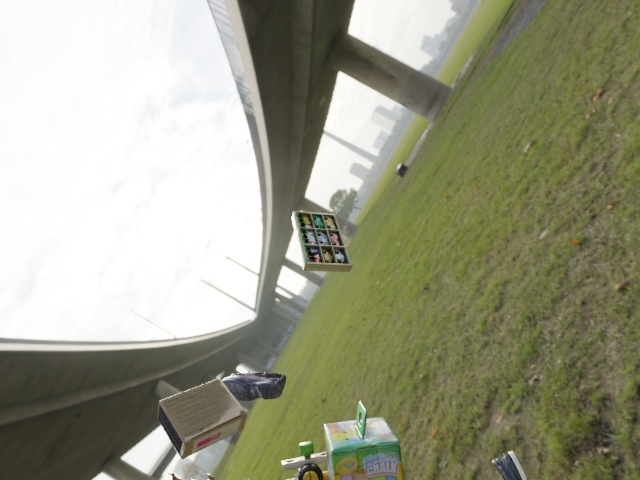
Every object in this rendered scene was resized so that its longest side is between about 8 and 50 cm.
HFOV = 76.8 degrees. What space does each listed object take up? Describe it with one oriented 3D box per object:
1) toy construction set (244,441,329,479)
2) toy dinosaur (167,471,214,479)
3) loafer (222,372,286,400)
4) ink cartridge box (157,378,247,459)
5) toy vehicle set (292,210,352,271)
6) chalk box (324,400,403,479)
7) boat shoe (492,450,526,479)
[{"bbox_3d":[-0.062,0.615,1.003,0.257,0.309,0.237,13,-116,-73],"label":"toy construction set"},{"bbox_3d":[-0.468,0.957,1.447,0.127,0.296,0.200,-14,59,49],"label":"toy dinosaur"},{"bbox_3d":[-0.281,0.605,1.697,0.095,0.303,0.109,-48,-53,-60],"label":"loafer"},{"bbox_3d":[-0.403,0.598,1.379,0.235,0.193,0.088,-7,-58,-44],"label":"ink cartridge box"},{"bbox_3d":[0.000,0.000,1.431,0.266,0.166,0.035,-106,26,-43],"label":"toy vehicle set"},{"bbox_3d":[0.080,0.428,0.780,0.132,0.132,0.213,135,129,-84],"label":"chalk box"},{"bbox_3d":[0.776,1.016,1.575,0.127,0.113,0.340,61,-167,-50],"label":"boat shoe"}]
